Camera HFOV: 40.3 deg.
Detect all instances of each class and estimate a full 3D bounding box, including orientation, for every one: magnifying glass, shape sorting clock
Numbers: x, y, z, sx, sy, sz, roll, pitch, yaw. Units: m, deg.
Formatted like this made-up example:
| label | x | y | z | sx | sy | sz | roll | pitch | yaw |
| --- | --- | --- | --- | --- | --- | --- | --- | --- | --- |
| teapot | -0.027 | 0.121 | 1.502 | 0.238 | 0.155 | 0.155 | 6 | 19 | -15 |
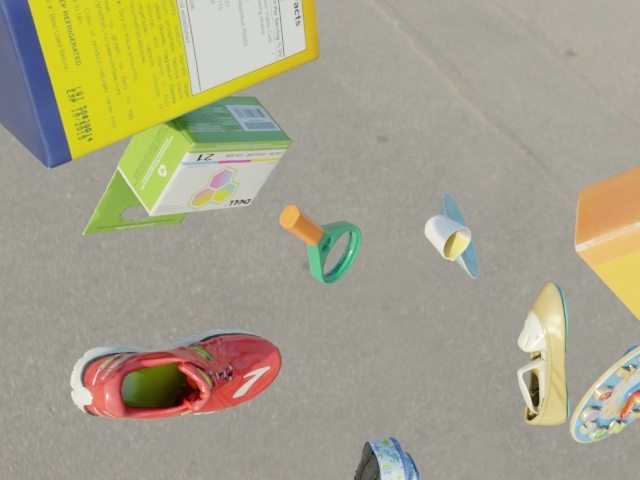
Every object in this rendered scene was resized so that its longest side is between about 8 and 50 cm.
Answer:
| label | x | y | z | sx | sy | sz | roll | pitch | yaw |
| --- | --- | --- | --- | --- | --- | --- | --- | --- | --- |
| magnifying glass | 0.000 | 0.000 | 1.144 | 0.026 | 0.231 | 0.092 | 30 | 87 | 23 |
| shape sorting clock | 0.434 | 0.212 | 1.222 | 0.206 | 0.206 | 0.040 | -20 | 49 | -28 |

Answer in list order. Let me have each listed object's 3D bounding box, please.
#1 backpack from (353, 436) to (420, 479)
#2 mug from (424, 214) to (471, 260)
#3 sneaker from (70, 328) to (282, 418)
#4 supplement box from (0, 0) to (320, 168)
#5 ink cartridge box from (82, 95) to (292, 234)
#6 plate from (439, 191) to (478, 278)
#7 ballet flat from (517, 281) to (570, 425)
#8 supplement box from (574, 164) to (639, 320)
| label | x | y | z | sx | sy | sz | roll | pitch | yaw |
| --- | --- | --- | --- | --- | --- | --- | --- | --- | --- |
| backpack | 0.100 | 0.357 | 1.315 | 0.084 | 0.114 | 0.105 | -3 | 29 | -17 |
| mug | 0.206 | -0.005 | 1.462 | 0.062 | 0.078 | 0.064 | -6 | 35 | -38 |
| sneaker | -0.151 | 0.172 | 1.038 | 0.279 | 0.107 | 0.118 | -5 | 5 | -38 |
| supplement box | -0.199 | -0.260 | 0.957 | 0.356 | 0.194 | 0.195 | -28 | 44 | -28 |
| ink cartridge box | -0.184 | -0.073 | 1.200 | 0.188 | 0.255 | 0.097 | -10 | 54 | -49 |
| plate | 0.278 | -0.008 | 1.781 | 0.024 | 0.188 | 0.188 | -20 | 43 | 19 |
| ballet flat | 0.337 | 0.179 | 1.325 | 0.073 | 0.232 | 0.080 | -9 | 13 | -8 |
| supplement box | 0.320 | 0.039 | 0.770 | 0.233 | 0.078 | 0.080 | 44 | 42 | -24 |
